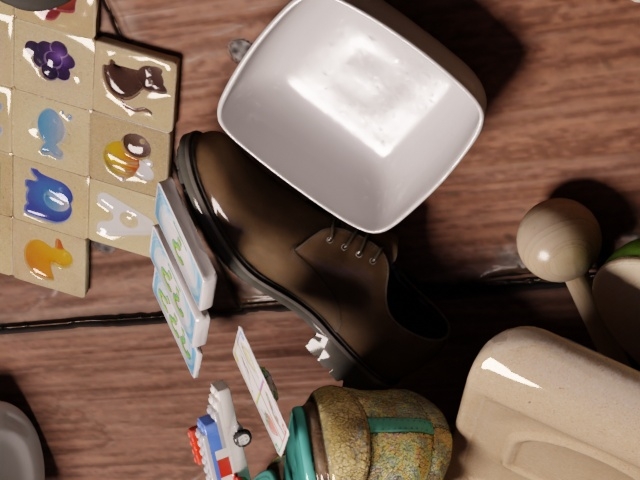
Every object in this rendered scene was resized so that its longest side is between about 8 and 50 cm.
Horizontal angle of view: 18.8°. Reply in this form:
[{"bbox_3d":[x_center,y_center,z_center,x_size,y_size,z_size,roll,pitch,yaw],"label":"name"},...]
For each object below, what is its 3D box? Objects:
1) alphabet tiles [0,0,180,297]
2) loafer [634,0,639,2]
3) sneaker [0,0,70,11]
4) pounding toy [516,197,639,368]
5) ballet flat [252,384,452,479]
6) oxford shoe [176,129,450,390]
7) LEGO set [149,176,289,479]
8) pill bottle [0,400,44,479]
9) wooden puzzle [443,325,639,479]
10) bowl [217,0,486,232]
[{"bbox_3d":[-0.260,-0.099,1.322,0.343,0.011,0.285,16,131,11],"label":"alphabet tiles"},{"bbox_3d":[0.112,-0.175,1.048,0.268,0.102,0.092,22,134,18],"label":"loafer"},{"bbox_3d":[-0.094,-0.221,1.052,0.146,0.122,0.330,47,135,15],"label":"sneaker"},{"bbox_3d":[0.251,0.028,1.163,0.237,0.110,0.183,14,150,52],"label":"pounding toy"},{"bbox_3d":[0.017,0.187,1.336,0.123,0.123,0.348,26,154,2],"label":"ballet flat"},{"bbox_3d":[0.000,0.000,1.252,0.096,0.083,0.227,-33,117,29],"label":"oxford shoe"},{"bbox_3d":[-0.074,0.105,1.247,0.182,0.060,0.244,107,139,-65],"label":"LEGO set"},{"bbox_3d":[-0.338,0.186,1.507,0.221,0.124,0.124,-3,125,26],"label":"pill bottle"},{"bbox_3d":[0.239,0.173,1.229,0.322,0.080,0.348,24,156,8],"label":"wooden puzzle"},{"bbox_3d":[0.023,-0.089,1.179,0.142,0.053,0.142,36,133,-7],"label":"bowl"}]
